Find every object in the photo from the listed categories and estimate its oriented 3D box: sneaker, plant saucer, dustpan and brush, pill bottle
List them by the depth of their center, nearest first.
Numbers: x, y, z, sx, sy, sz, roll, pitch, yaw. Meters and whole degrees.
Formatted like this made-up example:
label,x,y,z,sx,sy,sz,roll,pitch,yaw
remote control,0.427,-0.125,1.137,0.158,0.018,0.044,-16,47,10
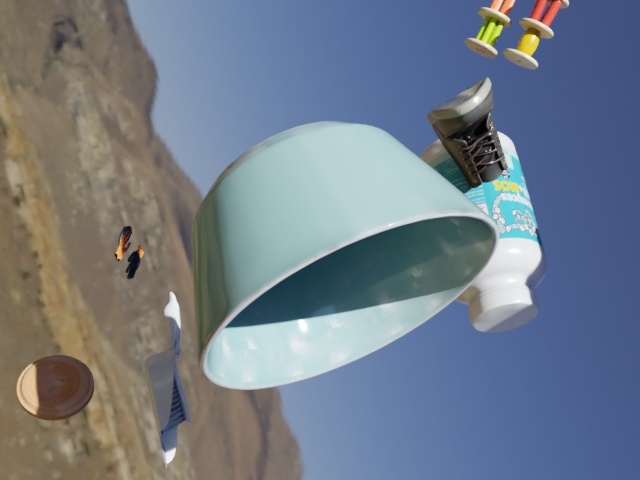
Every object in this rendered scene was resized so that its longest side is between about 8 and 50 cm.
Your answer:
label,x,y,z,sx,sy,sz,roll,pitch,yaw
plant saucer,-0.290,0.159,1.247,0.013,0.083,0.083,96,-22,-48
sneaker,0.198,-0.129,1.420,0.118,0.083,0.222,59,3,-1
dustpan and brush,-0.192,0.165,1.449,0.147,0.060,0.211,99,-23,-63
pill bottle,0.225,-0.011,1.573,0.146,0.146,0.264,92,-11,-62

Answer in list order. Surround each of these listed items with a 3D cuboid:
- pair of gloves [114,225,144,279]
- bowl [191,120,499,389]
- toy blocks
label,x,y,z,sx,sy,sz,roll,pitch,yaw
pair of gloves,-0.327,0.021,1.943,0.083,0.010,0.074,72,25,-43
bowl,0.000,0.000,1.114,0.311,0.311,0.163,93,-26,-63
toy blocks,0.289,-0.330,1.637,0.123,0.148,0.054,25,-4,37
